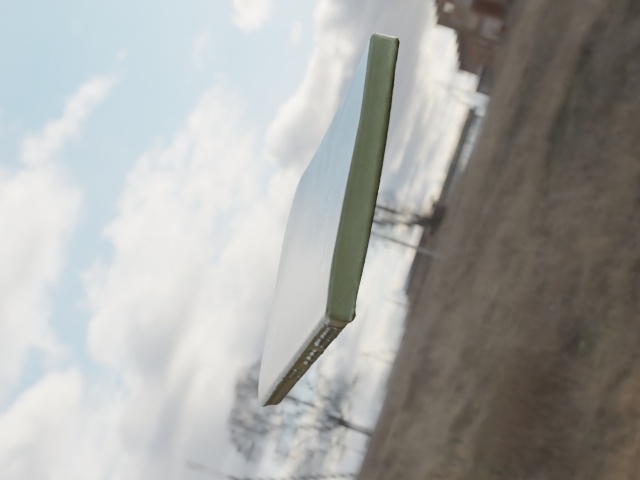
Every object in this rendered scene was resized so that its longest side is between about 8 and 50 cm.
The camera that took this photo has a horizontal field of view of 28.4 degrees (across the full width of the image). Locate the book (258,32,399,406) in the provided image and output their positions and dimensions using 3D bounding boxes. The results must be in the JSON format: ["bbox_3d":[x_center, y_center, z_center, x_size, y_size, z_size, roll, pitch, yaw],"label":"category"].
[{"bbox_3d":[0.000,0.000,0.634,0.198,0.016,0.138,123,158,-69],"label":"book"}]
